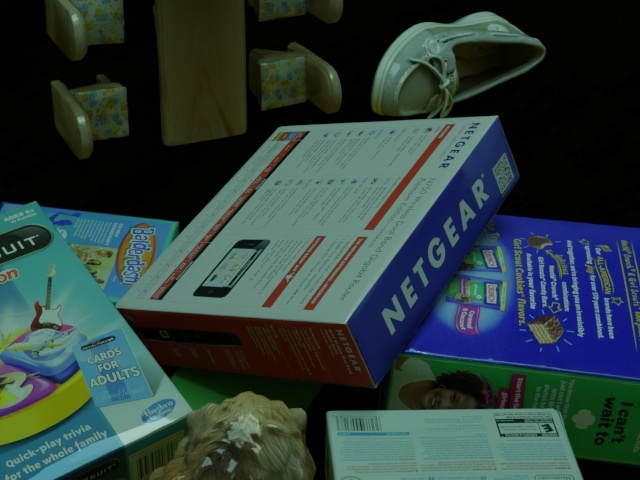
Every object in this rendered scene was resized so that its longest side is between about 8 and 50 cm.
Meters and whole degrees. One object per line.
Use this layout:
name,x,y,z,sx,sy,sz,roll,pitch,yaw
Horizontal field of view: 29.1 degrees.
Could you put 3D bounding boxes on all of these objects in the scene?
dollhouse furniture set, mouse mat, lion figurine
dollhouse furniture set,-0.139,-0.298,1.536,0.362,0.394,0.256,-12,30,-23
mouse mat,-0.072,0.143,1.280,0.152,0.007,0.190,18,37,17
lion figurine,-0.188,0.252,0.920,0.392,0.240,0.142,-13,40,-22

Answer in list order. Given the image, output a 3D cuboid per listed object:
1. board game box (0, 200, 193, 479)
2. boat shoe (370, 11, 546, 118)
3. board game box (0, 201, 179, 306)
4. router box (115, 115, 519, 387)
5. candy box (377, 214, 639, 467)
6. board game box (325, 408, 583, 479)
board game box,-0.311,0.127,1.170,0.254,0.079,0.336,-24,50,-26
boat shoe,0.194,-0.247,1.753,0.103,0.118,0.320,27,35,34
board game box,-0.276,0.029,1.377,0.210,0.047,0.160,7,36,4
router box,0.000,0.000,1.280,0.301,0.082,0.335,2,39,39
candy box,0.226,0.093,1.284,0.317,0.122,0.268,5,34,3
board game box,0.125,0.275,1.037,0.224,0.097,0.303,0,33,-5
